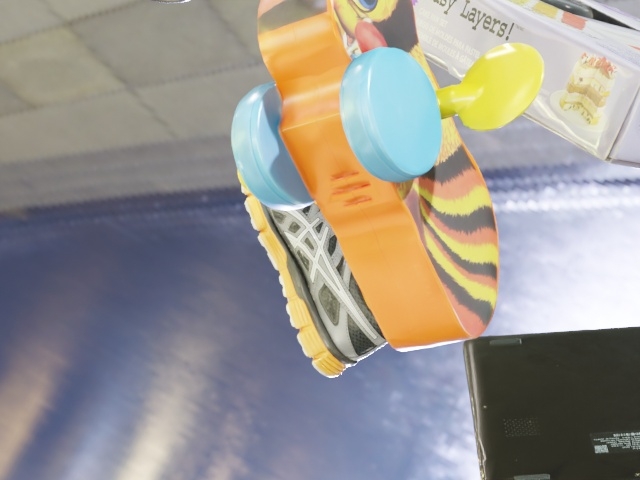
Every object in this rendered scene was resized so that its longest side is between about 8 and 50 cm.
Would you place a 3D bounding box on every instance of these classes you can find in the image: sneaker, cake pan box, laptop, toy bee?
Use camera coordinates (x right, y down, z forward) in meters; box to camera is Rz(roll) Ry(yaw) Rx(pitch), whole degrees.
[{"bbox_3d":[0.000,0.000,1.302,0.215,0.083,0.084,67,-165,1],"label":"sneaker"},{"bbox_3d":[0.200,-0.116,1.109,0.245,0.070,0.267,9,-161,-40],"label":"cake pan box"},{"bbox_3d":[0.336,0.274,1.436,0.382,0.408,0.236,-4,117,2],"label":"laptop"},{"bbox_3d":[0.029,-0.094,0.864,0.195,0.162,0.298,7,134,24],"label":"toy bee"}]
